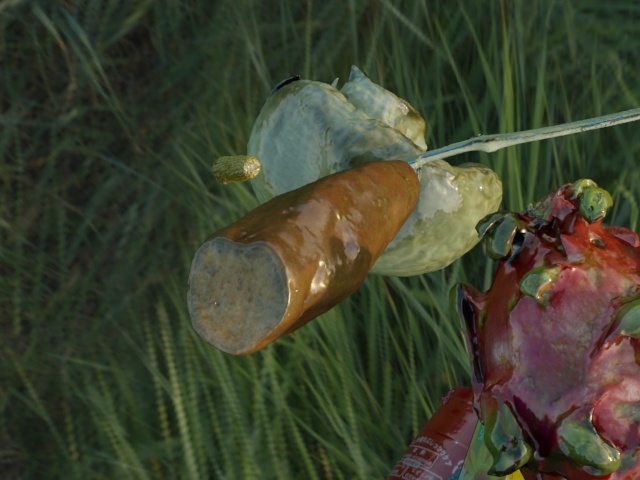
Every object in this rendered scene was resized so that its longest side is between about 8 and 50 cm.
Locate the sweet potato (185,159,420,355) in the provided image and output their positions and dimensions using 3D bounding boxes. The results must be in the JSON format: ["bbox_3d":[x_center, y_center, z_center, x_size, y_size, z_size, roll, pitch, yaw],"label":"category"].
[{"bbox_3d":[0.000,0.000,1.186,0.097,0.097,0.251,41,47,16],"label":"sweet potato"}]

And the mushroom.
[{"bbox_3d":[0.047,-0.053,1.650,0.267,0.164,0.190,36,101,-10],"label":"mushroom"}]

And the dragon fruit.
[{"bbox_3d":[0.145,0.063,0.885,0.166,0.160,0.172,-11,64,-38],"label":"dragon fruit"}]

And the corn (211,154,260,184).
[{"bbox_3d":[-0.082,-0.068,1.533,0.027,0.083,0.028,-14,97,-25],"label":"corn"}]

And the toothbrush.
[{"bbox_3d":[0.190,-0.098,1.556,0.294,0.026,0.028,-16,113,-8],"label":"toothbrush"}]

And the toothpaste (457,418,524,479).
[{"bbox_3d":[0.138,0.097,1.080,0.037,0.043,0.179,14,78,32],"label":"toothpaste"}]

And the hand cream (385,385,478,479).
[{"bbox_3d":[0.166,0.242,1.515,0.193,0.193,0.125,36,77,15],"label":"hand cream"}]

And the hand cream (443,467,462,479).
[{"bbox_3d":[0.129,0.192,1.171,0.224,0.048,0.083,-40,104,9],"label":"hand cream"}]
